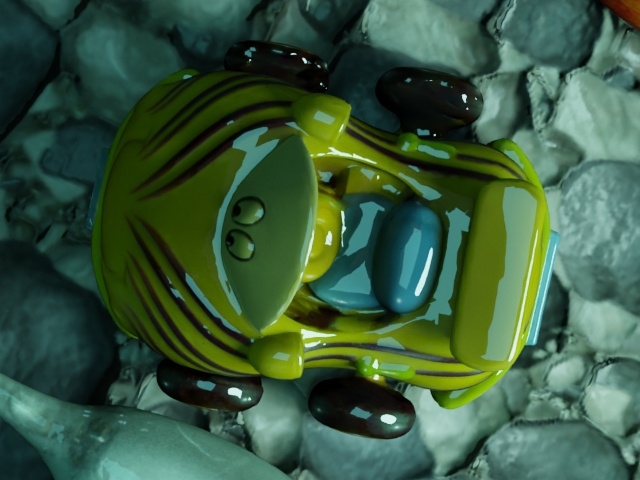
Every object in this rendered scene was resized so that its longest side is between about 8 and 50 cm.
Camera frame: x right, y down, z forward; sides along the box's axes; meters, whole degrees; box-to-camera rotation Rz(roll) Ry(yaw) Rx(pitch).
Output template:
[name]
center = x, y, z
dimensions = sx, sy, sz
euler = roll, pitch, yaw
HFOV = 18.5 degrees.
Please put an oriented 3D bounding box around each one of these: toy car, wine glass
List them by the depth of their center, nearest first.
[wine glass]
center = -0.172, 0.172, 0.996
dimensions = 0.309, 0.096, 0.264
euler = 36, 82, -15
[toy car]
center = 0.000, 0.000, 1.011
dimensions = 0.247, 0.142, 0.200
euler = 9, 90, 0

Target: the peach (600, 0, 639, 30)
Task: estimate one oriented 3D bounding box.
[peach]
center = 0.188, -0.160, 1.019
dimensions = 0.118, 0.151, 0.151
euler = -13, 90, 38
